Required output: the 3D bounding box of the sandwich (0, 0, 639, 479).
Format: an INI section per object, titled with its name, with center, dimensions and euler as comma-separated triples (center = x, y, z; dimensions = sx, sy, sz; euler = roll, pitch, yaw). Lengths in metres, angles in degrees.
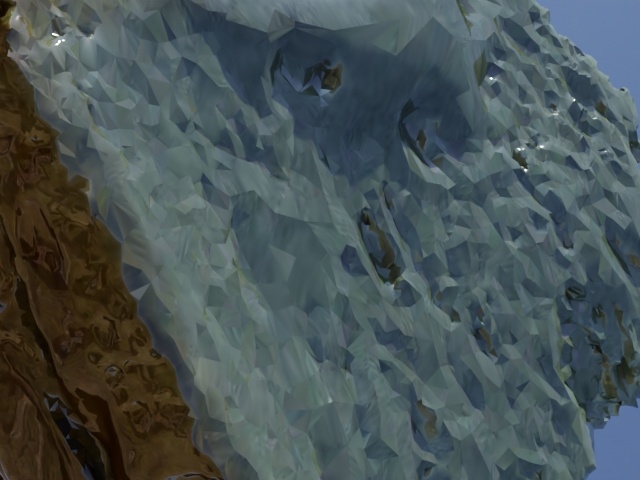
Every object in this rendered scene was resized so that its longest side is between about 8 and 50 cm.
[sandwich]
center = -0.001, 0.000, 0.685
dimensions = 0.131, 0.325, 0.262
euler = -17, -78, 40
